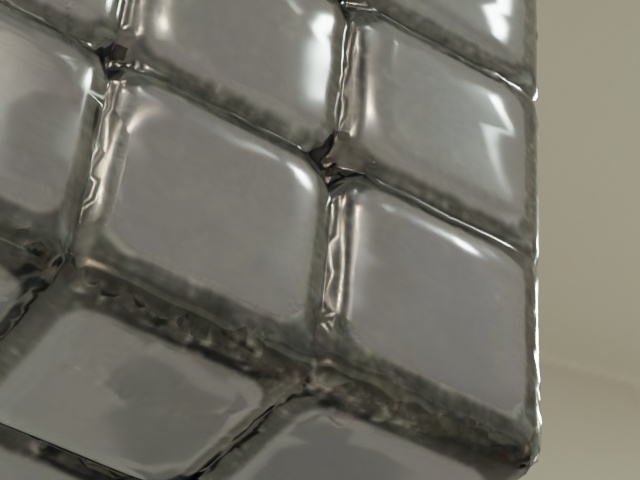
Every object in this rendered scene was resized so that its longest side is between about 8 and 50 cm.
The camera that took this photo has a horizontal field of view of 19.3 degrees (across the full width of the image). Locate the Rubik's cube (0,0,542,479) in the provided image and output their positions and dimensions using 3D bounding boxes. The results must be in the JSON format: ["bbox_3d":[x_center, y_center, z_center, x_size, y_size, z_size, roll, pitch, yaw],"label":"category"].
[{"bbox_3d":[-0.142,-0.027,0.728,0.344,0.344,0.337,26,-44,-21],"label":"Rubik's cube"}]
